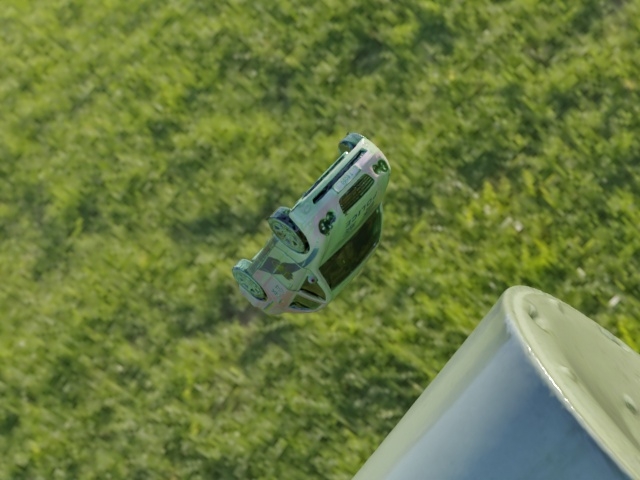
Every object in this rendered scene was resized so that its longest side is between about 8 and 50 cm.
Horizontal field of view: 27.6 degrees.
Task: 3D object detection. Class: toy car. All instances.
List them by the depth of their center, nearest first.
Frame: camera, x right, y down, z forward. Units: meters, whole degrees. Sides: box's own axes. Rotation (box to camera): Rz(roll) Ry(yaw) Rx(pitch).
[{"bbox_3d":[0.000,0.000,0.969,0.090,0.076,0.224,-46,-1,-22],"label":"toy car"}]

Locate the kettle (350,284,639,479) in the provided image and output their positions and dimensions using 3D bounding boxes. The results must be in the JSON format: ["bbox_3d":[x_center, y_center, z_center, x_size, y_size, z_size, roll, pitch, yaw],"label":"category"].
[{"bbox_3d":[0.054,0.251,0.552,0.377,0.250,0.361,-49,5,14],"label":"kettle"}]
